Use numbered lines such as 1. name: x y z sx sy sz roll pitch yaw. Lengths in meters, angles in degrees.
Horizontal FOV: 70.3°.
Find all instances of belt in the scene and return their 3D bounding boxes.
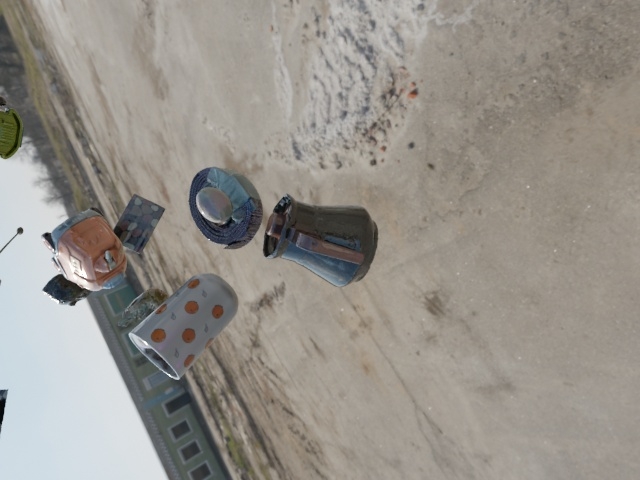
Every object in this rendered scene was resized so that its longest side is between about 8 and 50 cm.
1. belt: -0.358 -0.129 1.705 0.260 0.122 0.324 -43 71 20

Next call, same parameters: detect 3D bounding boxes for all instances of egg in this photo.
1. egg: -0.350 -0.118 1.504 0.135 0.103 0.103 49 167 -32

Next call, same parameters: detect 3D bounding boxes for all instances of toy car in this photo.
1. toy car: -0.962 -0.315 1.234 0.142 0.248 0.200 16 92 35
2. toy car: -0.712 0.046 1.425 0.212 0.180 0.270 39 143 13

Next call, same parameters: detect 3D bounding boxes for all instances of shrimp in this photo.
1. shrimp: -0.644 0.279 1.674 0.058 0.253 0.173 16 -141 -58

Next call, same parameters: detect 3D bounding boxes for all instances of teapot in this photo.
1. teapot: 0.000 0.000 1.566 0.376 0.362 0.305 -143 69 -70

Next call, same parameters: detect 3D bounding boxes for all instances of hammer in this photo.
1. hammer: -0.712 0.016 1.022 0.014 0.122 0.029 29 137 -12

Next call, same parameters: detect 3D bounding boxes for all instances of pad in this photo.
1. pad: -0.815 -0.075 2.022 0.158 0.234 0.003 26 166 -5

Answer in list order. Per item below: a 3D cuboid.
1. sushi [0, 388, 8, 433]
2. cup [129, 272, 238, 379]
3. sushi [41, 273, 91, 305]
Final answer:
1. sushi: -1.002 0.550 1.221 0.059 0.292 0.293 48 -144 -66
2. cup: -0.430 0.263 1.496 0.212 0.317 0.212 28 147 21
3. sushi: -1.000 0.183 1.844 0.127 0.124 0.225 45 -170 -3
